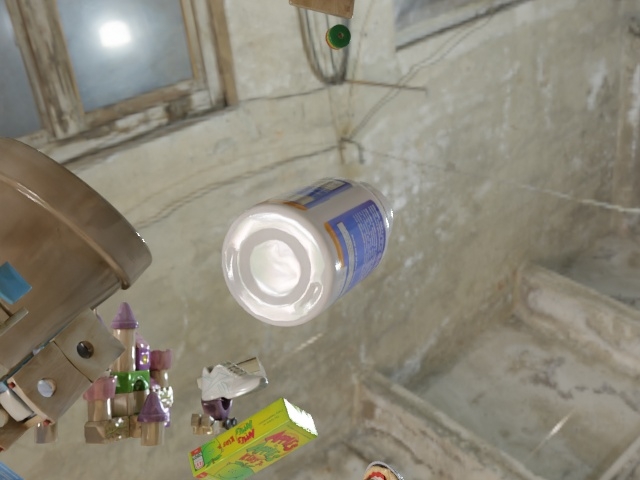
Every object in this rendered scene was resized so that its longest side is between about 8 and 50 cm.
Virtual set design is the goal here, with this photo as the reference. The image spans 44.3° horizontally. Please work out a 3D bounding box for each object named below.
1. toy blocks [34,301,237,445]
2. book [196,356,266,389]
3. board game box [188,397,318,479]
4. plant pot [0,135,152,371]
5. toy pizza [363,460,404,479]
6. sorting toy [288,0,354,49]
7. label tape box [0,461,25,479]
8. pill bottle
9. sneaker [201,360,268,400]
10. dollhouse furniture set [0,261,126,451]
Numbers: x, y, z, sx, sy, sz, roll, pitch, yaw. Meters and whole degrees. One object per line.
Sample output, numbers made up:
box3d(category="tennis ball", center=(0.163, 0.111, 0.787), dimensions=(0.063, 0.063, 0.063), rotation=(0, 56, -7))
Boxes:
box3d(category="toy blocks", center=(-0.354, 0.245, 1.520), dimensions=(0.309, 0.260, 0.288), rotation=(-3, 173, 18))
box3d(category="book", center=(-0.202, 0.316, 1.801), dimensions=(0.144, 0.096, 0.035), rotation=(-18, -114, -2))
box3d(category="board game box", center=(-0.106, 0.322, 1.237), dimensions=(0.181, 0.092, 0.043), rotation=(-32, -130, 11))
box3d(category="plant pot", center=(-0.481, 0.045, 1.259), dimensions=(0.323, 0.323, 0.280), rotation=(16, -118, 38))
box3d(category="toy pizza", center=(0.114, 0.483, 1.352), dimensions=(0.032, 0.201, 0.201), rotation=(-8, -155, -25))
box3d(category="sorting toy", center=(0.003, -0.518, 1.540), dimensions=(0.132, 0.274, 0.046), rotation=(7, 178, -22))
box3d(category="label tape box", center=(-0.593, 0.432, 1.196), dimensions=(0.249, 0.115, 0.348), rotation=(24, -177, 26))
box3d(category="pill bottle", center=(0.000, 0.000, 1.029), dimensions=(0.152, 0.152, 0.272), rotation=(5, -165, 23))
box3d(category="sneaker", center=(-0.150, 0.231, 1.307), dimensions=(0.152, 0.061, 0.054), rotation=(-14, 173, 40))
box3d(category="dollhouse furniture set", center=(-0.343, 0.111, 0.859), dimensions=(0.129, 0.183, 0.129), rotation=(-32, -167, 38))
